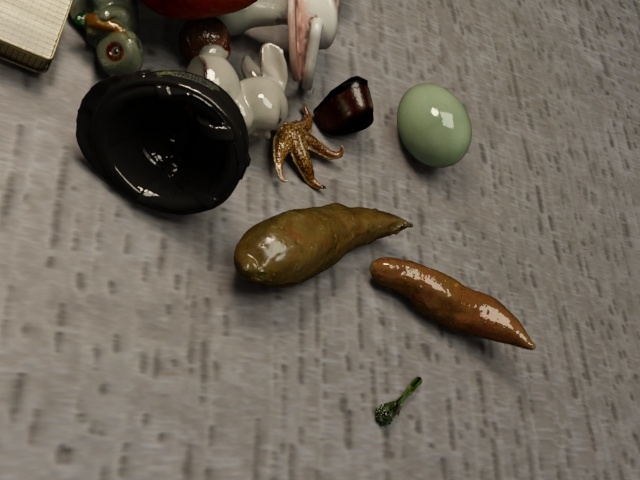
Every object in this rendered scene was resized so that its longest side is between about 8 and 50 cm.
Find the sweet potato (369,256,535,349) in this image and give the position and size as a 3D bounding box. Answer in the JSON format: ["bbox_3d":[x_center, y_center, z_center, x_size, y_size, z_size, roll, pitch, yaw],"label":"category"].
[{"bbox_3d":[0.249,0.119,1.657,0.354,0.095,0.106,27,6,-7],"label":"sweet potato"}]

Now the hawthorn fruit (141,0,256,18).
[{"bbox_3d":[-0.243,-0.509,1.465,0.330,0.287,0.287,-24,79,-30],"label":"hawthorn fruit"}]

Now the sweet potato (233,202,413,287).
[{"bbox_3d":[-0.002,-0.002,1.529,0.422,0.130,0.131,-16,74,-46],"label":"sweet potato"}]

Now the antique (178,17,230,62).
[{"bbox_3d":[-0.218,-0.374,1.603,0.104,0.104,0.104,17,55,-27],"label":"antique"}]

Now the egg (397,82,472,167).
[{"bbox_3d":[0.240,-0.245,1.822,0.149,0.149,0.192,-14,67,-40],"label":"egg"}]

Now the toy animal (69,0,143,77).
[{"bbox_3d":[-0.350,-0.352,1.491,0.138,0.108,0.236,-25,81,-43],"label":"toy animal"}]

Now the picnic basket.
[{"bbox_3d":[-0.476,-0.367,1.398,0.115,0.079,0.164,21,74,-23],"label":"picnic basket"}]

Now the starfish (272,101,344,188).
[{"bbox_3d":[-0.057,-0.199,1.648,0.238,0.057,0.213,46,40,-5],"label":"starfish"}]

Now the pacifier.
[{"bbox_3d":[-0.065,-0.449,1.678,0.273,0.220,0.332,32,29,-16],"label":"pacifier"}]

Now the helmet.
[{"bbox_3d":[-0.241,-0.178,1.408,0.278,0.231,0.160,21,31,3],"label":"helmet"}]

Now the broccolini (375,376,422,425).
[{"bbox_3d":[0.139,0.282,1.531,0.035,0.030,0.140,23,37,24],"label":"broccolini"}]

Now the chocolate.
[{"bbox_3d":[0.056,-0.257,1.717,0.125,0.149,0.080,-27,80,-5],"label":"chocolate"}]

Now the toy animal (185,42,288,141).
[{"bbox_3d":[-0.153,-0.272,1.552,0.193,0.127,0.179,-3,79,-33],"label":"toy animal"}]
